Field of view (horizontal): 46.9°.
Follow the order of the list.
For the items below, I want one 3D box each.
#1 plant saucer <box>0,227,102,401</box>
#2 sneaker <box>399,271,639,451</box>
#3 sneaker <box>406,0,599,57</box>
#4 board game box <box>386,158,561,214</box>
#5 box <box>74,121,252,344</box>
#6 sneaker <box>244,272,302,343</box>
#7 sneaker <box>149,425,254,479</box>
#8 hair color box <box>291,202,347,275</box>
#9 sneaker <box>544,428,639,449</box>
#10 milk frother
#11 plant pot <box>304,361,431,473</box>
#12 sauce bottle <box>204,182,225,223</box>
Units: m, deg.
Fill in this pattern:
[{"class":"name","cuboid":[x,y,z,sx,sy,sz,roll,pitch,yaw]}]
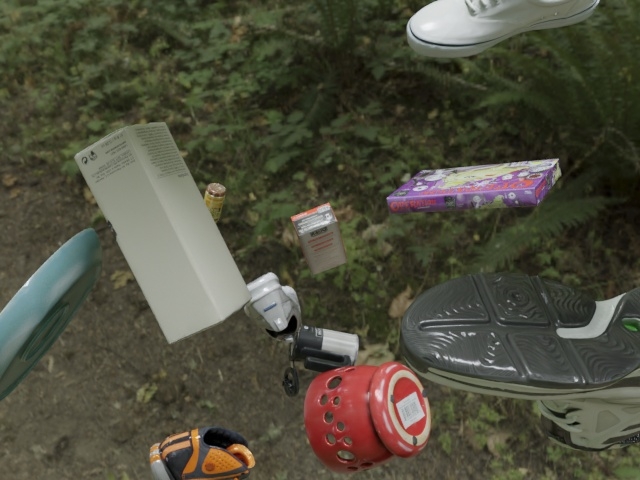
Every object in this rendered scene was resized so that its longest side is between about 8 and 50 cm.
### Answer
[{"class":"plant saucer","cuboid":[-0.408,0.123,1.058,0.043,0.318,0.318,36,47,-4]},{"class":"sneaker","cuboid":[0.291,0.185,0.921,0.447,0.258,0.169,2,42,-15]},{"class":"sneaker","cuboid":[0.235,-0.315,0.956,0.257,0.091,0.094,-16,63,2]},{"class":"board game box","cuboid":[0.349,-0.123,1.682,0.346,0.056,0.208,-2,26,33]},{"class":"box","cuboid":[-0.203,-0.013,0.976,0.094,0.275,0.113,-24,3,20]},{"class":"sneaker","cuboid":[-0.086,0.152,1.412,0.105,0.281,0.115,-29,74,2]},{"class":"sneaker","cuboid":[-0.205,0.517,1.516,0.180,0.321,0.125,-23,29,0]},{"class":"hair color box","cuboid":[0.000,0.000,1.277,0.071,0.141,0.043,-21,58,-3]},{"class":"sneaker","cuboid":[0.423,0.311,1.169,0.161,0.075,0.057,2,59,-12]},{"class":"milk frother","cuboid":[-0.003,0.263,1.564,0.134,0.143,0.129,13,40,-9]},{"class":"plant pot","cuboid":[0.092,0.313,1.335,0.174,0.191,0.191,-25,28,34]},{"class":"sauce bottle","cuboid":[-0.227,-0.057,1.529,0.042,0.128,0.042,11,33,-8]}]
